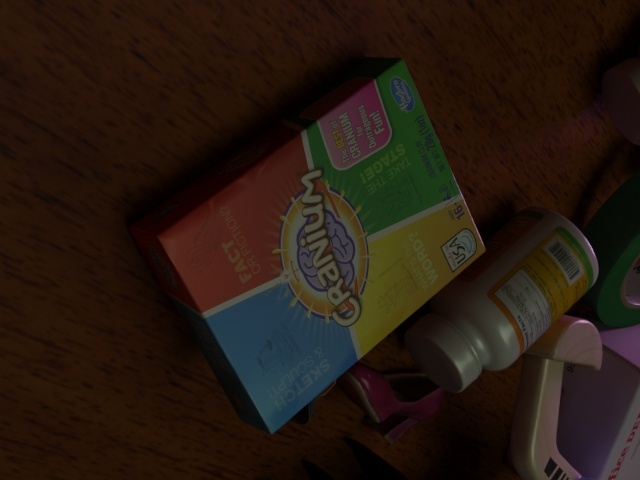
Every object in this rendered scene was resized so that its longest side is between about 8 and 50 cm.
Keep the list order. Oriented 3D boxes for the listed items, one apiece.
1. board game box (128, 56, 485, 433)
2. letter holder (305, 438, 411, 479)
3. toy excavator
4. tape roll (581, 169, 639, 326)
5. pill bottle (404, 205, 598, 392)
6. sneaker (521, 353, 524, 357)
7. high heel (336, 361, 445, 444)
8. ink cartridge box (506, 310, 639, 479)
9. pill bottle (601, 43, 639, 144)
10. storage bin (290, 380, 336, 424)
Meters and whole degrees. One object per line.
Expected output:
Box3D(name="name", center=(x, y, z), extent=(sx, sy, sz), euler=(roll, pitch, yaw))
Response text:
Box3D(name="board game box", center=(0.000, 0.000, 1.149), extent=(0.316, 0.064, 0.242), euler=(-39, 117, -23))
Box3D(name="letter holder", center=(0.090, 0.368, 1.387), extent=(0.152, 0.302, 0.214), euler=(-43, 140, -18))
Box3D(name="toy excavator", center=(0.327, 0.374, 1.595), extent=(0.445, 0.222, 0.432), euler=(48, 64, -41))
Box3D(name="tape roll", center=(0.518, -0.009, 1.709), extent=(0.321, 0.077, 0.321), euler=(-23, 145, -18))
Box3D(name="pill bottle", center=(0.226, 0.078, 1.467), extent=(0.246, 0.136, 0.136), euler=(-39, 140, -22))
Box3D(name="sneaker", center=(0.324, 0.096, 1.645), extent=(0.084, 0.069, 0.185), euler=(-25, 134, -28))
Box3D(name="high heel", center=(0.097, 0.176, 1.432), extent=(0.117, 0.082, 0.244), euler=(-44, 145, -6))
Box3D(name="ink cartridge box", center=(0.516, 0.255, 1.894), extent=(0.395, 0.166, 0.285), euler=(-10, 124, -44))
Box3D(name="pill bottle", center=(0.517, -0.232, 1.529), extent=(0.272, 0.152, 0.152), euler=(-27, 136, -9))
Box3D(name="storage bin", center=(-0.014, 0.122, 1.275), extent=(0.091, 0.098, 0.135), euler=(-39, 140, -39))
